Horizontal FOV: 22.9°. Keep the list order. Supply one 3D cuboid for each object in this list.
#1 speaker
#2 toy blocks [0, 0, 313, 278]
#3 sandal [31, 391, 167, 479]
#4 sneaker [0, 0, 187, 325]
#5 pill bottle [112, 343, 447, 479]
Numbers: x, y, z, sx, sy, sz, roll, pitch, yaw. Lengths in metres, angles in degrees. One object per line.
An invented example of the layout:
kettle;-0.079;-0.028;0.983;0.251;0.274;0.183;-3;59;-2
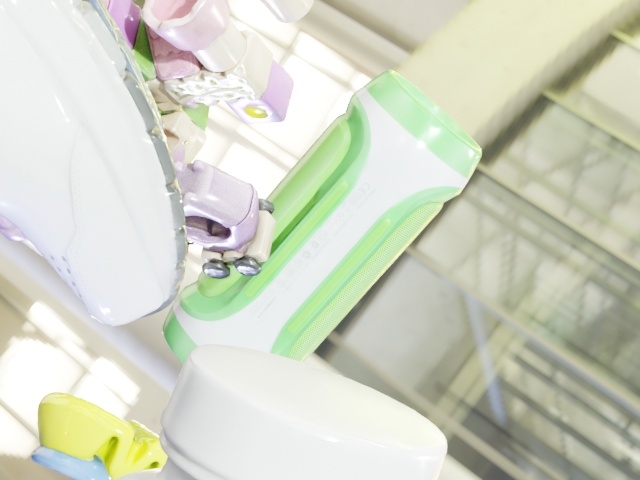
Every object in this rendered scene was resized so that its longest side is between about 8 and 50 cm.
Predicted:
speaker;0.000;0.000;1.343;0.296;0.131;0.131;-48;-29;11
toy blocks;-0.192;-0.155;1.296;0.260;0.289;0.309;47;-135;-49
sandal;-0.090;0.235;1.162;0.138;0.317;0.126;-63;14;-9
sneaker;-0.148;-0.081;0.579;0.129;0.111;0.297;-32;-62;-4
pill bottle;-0.046;0.188;0.649;0.152;0.152;0.272;9;-78;-58
